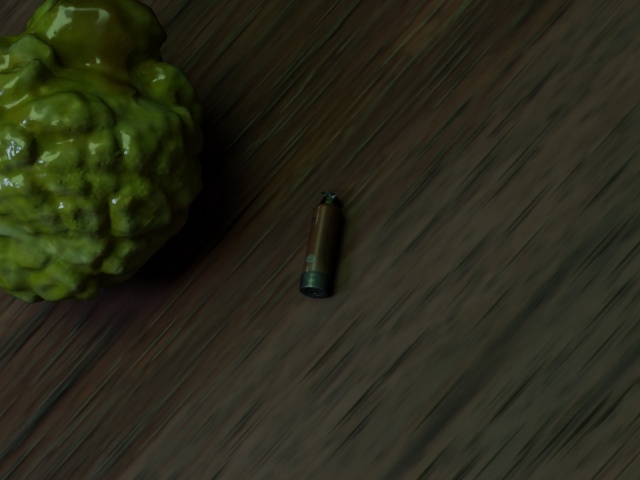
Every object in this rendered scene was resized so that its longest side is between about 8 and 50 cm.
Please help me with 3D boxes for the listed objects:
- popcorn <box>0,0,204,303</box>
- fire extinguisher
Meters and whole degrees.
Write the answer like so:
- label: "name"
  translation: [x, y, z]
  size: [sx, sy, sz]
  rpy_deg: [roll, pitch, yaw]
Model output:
- label: "popcorn"
  translation: [-0.201, -0.084, 1.407]
  size: [0.237, 0.206, 0.251]
  rpy_deg: [-28, 39, 28]
- label: "fire extinguisher"
  translation: [0.000, 0.000, 1.357]
  size: [0.028, 0.022, 0.083]
  rpy_deg: [-25, 50, 54]
